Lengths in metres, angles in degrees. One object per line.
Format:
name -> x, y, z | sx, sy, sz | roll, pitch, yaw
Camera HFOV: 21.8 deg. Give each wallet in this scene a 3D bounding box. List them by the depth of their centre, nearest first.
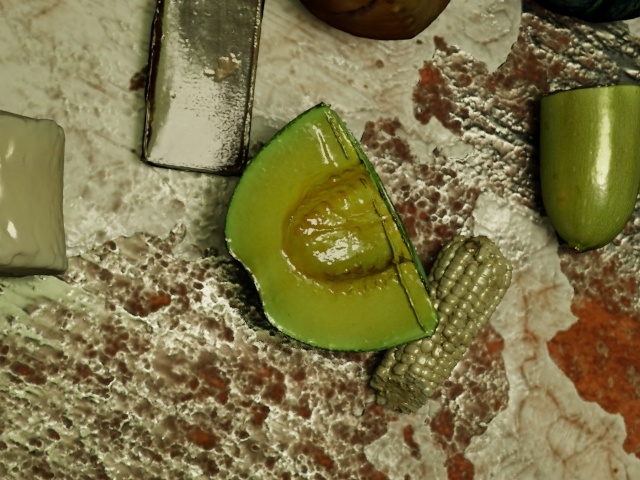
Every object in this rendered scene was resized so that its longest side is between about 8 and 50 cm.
wallet -> -0.125, -0.187, 1.766 | 0.122, 0.031, 0.232 | 7, 87, -19

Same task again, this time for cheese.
cheese -> -0.404, -0.040, 1.549 | 0.332, 0.292, 0.153 | -2, 87, -8

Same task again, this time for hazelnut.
hazelnut -> 0.047, -0.309, 1.753 | 0.208, 0.208, 0.208 | 1, 86, -15

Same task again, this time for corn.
corn -> 0.129, 0.089, 1.788 | 0.087, 0.087, 0.211 | 35, 78, -10

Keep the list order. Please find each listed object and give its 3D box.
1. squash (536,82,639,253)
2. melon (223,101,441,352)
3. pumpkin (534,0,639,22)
squash -> 0.297, -0.079, 1.826 | 0.123, 0.123, 0.187 | 4, 85, -15
melon -> 0.000, 0.000, 1.748 | 0.169, 0.129, 0.265 | -26, 97, 7
pumpkin -> 0.321, -0.366, 1.785 | 0.248, 0.248, 0.248 | 1, 86, -15
